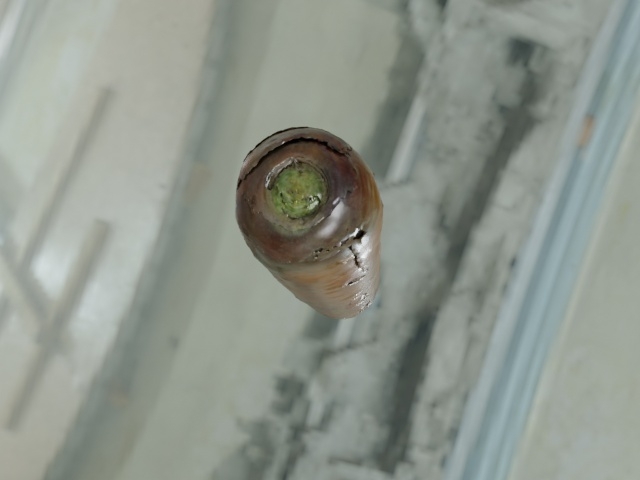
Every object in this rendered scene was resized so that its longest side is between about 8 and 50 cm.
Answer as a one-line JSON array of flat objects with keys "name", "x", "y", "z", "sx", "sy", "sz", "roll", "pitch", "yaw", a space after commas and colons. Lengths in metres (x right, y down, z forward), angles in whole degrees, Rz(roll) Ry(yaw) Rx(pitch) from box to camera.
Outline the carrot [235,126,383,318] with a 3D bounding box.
[{"name": "carrot", "x": 0.000, "y": 0.000, "z": 0.744, "sx": 0.161, "sy": 0.055, "sz": 0.055, "roll": 73, "pitch": 24, "yaw": -74}]
